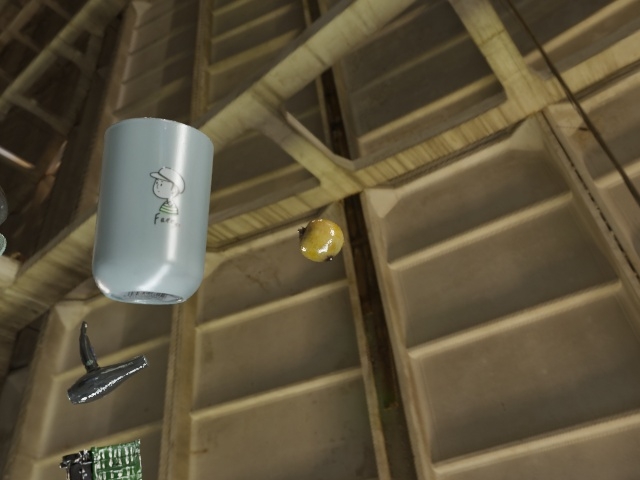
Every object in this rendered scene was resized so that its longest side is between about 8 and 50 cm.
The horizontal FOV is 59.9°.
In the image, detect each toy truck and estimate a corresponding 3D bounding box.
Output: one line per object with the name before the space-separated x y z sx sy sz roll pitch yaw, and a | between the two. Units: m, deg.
toy truck | -0.396 0.415 0.990 0.259 0.121 0.088 -43 -126 56

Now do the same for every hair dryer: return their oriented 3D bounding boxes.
hair dryer | -0.554 0.283 1.394 0.195 0.075 0.219 -26 -120 -12

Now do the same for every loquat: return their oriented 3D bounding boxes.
loquat | 0.000 0.000 1.806 0.163 0.163 0.137 5 -104 47

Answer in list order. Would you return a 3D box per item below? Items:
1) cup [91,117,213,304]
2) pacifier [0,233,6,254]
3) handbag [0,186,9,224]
cup | -0.308 -0.046 1.036 0.205 0.205 0.313 -14 -111 38
pacifier | -0.711 0.007 1.100 0.150 0.117 0.127 -12 -137 -1
handbag | -0.449 -0.060 0.619 0.113 0.257 0.285 -22 -141 -13
